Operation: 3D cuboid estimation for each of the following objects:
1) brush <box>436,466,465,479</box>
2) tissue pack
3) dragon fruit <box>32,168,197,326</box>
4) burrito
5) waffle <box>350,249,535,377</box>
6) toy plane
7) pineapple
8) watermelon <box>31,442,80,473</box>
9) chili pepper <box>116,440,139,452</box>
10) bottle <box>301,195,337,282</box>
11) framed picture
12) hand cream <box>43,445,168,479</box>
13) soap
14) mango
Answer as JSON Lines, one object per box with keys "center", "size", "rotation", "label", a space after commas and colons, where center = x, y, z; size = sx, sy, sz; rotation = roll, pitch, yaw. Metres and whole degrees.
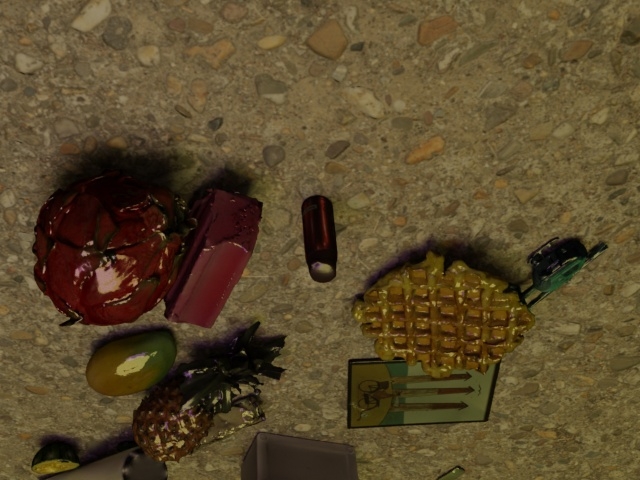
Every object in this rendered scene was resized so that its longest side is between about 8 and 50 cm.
{"center": [0.289, 0.617, 2.092], "size": [0.033, 0.030, 0.178], "rotation": [36, 123, -20], "label": "brush"}
{"center": [-0.048, 0.554, 1.921], "size": [0.246, 0.159, 0.136], "rotation": [12, 130, -14], "label": "tissue pack"}
{"center": [-0.332, 0.010, 1.324], "size": [0.244, 0.244, 0.298], "rotation": [33, 131, -30], "label": "dragon fruit"}
{"center": [-0.217, 0.408, 1.841], "size": [0.229, 0.058, 0.063], "rotation": [-29, 133, 24], "label": "burrito"}
{"center": [0.229, 0.151, 1.586], "size": [0.302, 0.068, 0.325], "rotation": [35, 134, -18], "label": "waffle"}
{"center": [0.423, 0.069, 1.568], "size": [0.096, 0.060, 0.235], "rotation": [23, 125, -40], "label": "toy plane"}
{"center": [-0.226, 0.296, 1.679], "size": [0.165, 0.166, 0.364], "rotation": [33, 117, -30], "label": "pineapple"}
{"center": [-0.594, 0.486, 1.878], "size": [0.105, 0.062, 0.105], "rotation": [-11, 154, -5], "label": "watermelon"}
{"center": [-0.419, 0.474, 1.906], "size": [0.091, 0.030, 0.034], "rotation": [9, 157, -9], "label": "chili pepper"}
{"center": [0.000, 0.000, 1.392], "size": [0.060, 0.164, 0.060], "rotation": [-2, 133, -2], "label": "bottle"}
{"center": [0.220, 0.331, 1.828], "size": [0.323, 0.013, 0.244], "rotation": [-2, 134, -1], "label": "framed picture"}
{"center": [-0.489, 0.557, 1.922], "size": [0.185, 0.118, 0.358], "rotation": [30, 142, -33], "label": "hand cream"}
{"center": [-0.185, 0.017, 1.397], "size": [0.099, 0.162, 0.250], "rotation": [16, 131, -19], "label": "soap"}
{"center": [-0.369, 0.241, 1.653], "size": [0.194, 0.092, 0.130], "rotation": [-34, 125, 14], "label": "mango"}
